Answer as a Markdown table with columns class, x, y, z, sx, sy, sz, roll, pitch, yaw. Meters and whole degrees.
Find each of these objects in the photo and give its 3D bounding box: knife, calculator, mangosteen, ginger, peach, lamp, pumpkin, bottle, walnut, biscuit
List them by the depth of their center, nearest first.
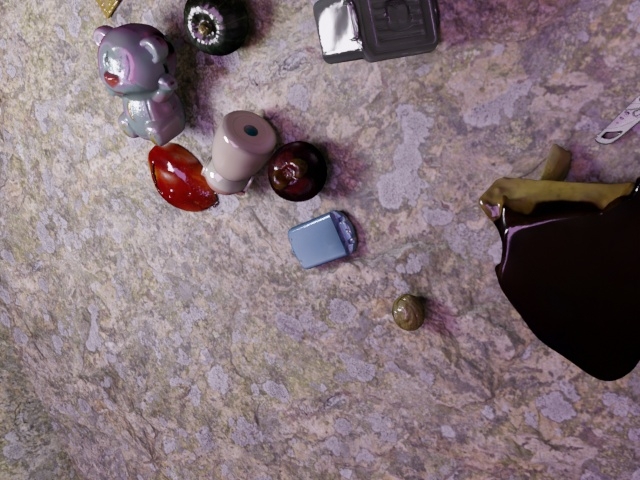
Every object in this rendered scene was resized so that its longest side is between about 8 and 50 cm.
| class | x | y | z | sx | sy | sz | roll | pitch | yaw |
| --- | --- | --- | --- | --- | --- | --- | --- | --- | --- |
| knife | 0.592 | -0.265 | 1.108 | 0.043 | 0.020 | 0.293 | 49 | 129 | 9 |
| ginger | 0.514 | 0.020 | 1.190 | 0.359 | 0.211 | 0.413 | -29 | 99 | 27 |
| walnut | 0.207 | 0.170 | 1.522 | 0.092 | 0.092 | 0.092 | 14 | 115 | 32 |
| mangosteen | -0.061 | -0.163 | 1.549 | 0.153 | 0.152 | 0.152 | 14 | 115 | 32 |
| pumpkin | -0.254 | -0.532 | 1.564 | 0.167 | 0.125 | 0.167 | 6 | 103 | 27 |
| calculator | 0.000 | 0.000 | 1.636 | 0.210 | 0.039 | 0.121 | -22 | 92 | 40 |
| bottle | -0.221 | -0.207 | 1.659 | 0.147 | 0.148 | 0.236 | 50 | 137 | 10 |
| lamp | -0.447 | -0.429 | 1.702 | 0.247 | 0.247 | 0.301 | 22 | 141 | 33 |
| biscuit | -0.607 | -0.687 | 1.833 | 0.081 | 0.018 | 0.083 | -36 | 84 | 40 |
| peach | -0.414 | -0.168 | 1.861 | 0.279 | 0.068 | 0.188 | 32 | 125 | 23 |

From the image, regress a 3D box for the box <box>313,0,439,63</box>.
| class | x | y | z | sx | sy | sz | roll | pitch | yaw |
| --- | --- | --- | --- | --- | --- | --- | --- | --- | --- |
| box | 0.107 | -0.431 | 1.274 | 0.135 | 0.243 | 0.163 | 1 | 109 | 49 |
